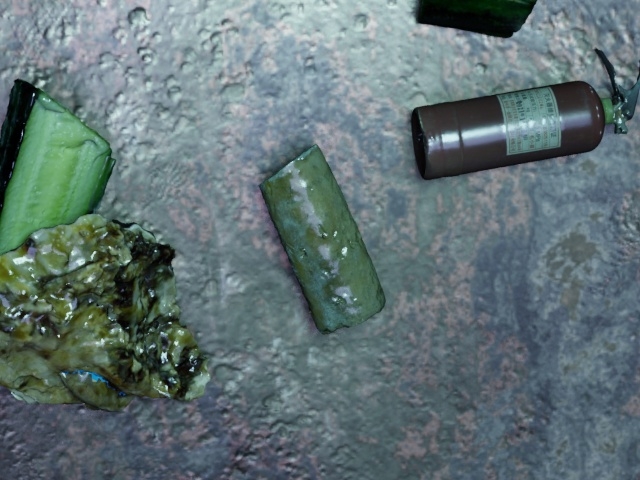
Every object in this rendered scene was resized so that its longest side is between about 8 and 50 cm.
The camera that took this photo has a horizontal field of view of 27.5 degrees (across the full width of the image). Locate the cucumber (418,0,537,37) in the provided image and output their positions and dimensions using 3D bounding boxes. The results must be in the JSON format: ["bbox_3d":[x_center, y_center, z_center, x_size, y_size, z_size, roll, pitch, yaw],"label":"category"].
[{"bbox_3d":[0.153,-0.247,1.204,0.115,0.062,0.116,10,102,-5],"label":"cucumber"}]

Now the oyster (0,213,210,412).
[{"bbox_3d":[-0.221,0.083,1.214,0.223,0.083,0.214,-23,119,-18],"label":"oyster"}]

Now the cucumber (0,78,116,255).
[{"bbox_3d":[-0.261,-0.058,1.202,0.115,0.085,0.193,-6,117,-50],"label":"cucumber"}]

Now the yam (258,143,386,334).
[{"bbox_3d":[0.000,0.000,1.246,0.078,0.078,0.179,-24,106,1],"label":"yam"}]

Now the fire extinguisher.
[{"bbox_3d":[0.201,-0.123,1.241,0.231,0.071,0.099,-12,78,-3],"label":"fire extinguisher"}]
